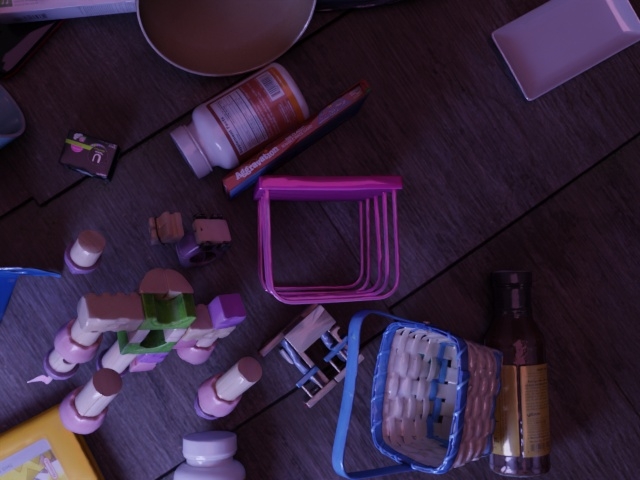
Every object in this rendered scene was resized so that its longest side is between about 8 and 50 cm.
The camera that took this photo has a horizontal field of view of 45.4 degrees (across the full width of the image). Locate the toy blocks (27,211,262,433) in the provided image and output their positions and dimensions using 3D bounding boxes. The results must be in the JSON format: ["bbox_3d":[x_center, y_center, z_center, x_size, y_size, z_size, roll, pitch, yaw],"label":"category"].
[{"bbox_3d":[-0.288,0.148,1.214,0.289,0.260,0.308,2,59,-35],"label":"toy blocks"}]

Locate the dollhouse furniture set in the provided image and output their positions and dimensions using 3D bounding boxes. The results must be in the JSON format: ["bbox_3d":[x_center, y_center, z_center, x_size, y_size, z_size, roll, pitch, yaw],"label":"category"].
[{"bbox_3d":[-0.013,0.190,1.238,0.129,0.184,0.129,-42,91,-6],"label":"dollhouse furniture set"}]

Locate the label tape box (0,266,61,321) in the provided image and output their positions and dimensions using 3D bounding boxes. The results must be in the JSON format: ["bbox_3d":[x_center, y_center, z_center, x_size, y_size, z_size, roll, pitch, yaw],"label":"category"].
[{"bbox_3d":[-0.588,0.110,1.140,0.348,0.249,0.115,-5,87,-7],"label":"label tape box"}]

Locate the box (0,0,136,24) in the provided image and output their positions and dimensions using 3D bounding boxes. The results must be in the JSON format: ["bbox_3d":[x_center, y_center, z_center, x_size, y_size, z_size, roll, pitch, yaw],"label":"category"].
[{"bbox_3d":[-0.427,-0.525,1.243,0.233,0.058,0.321,-7,90,-6],"label":"box"}]

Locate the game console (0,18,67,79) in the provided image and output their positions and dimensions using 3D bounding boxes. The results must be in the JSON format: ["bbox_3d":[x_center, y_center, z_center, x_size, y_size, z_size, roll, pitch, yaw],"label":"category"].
[{"bbox_3d":[-0.561,-0.513,1.280,0.387,0.060,0.342,41,82,-2],"label":"game console"}]

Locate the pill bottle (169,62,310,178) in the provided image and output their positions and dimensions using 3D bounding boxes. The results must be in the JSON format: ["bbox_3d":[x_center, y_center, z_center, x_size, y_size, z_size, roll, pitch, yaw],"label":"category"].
[{"bbox_3d":[-0.136,-0.196,1.281,0.216,0.121,0.121,-32,91,-7],"label":"pill bottle"}]

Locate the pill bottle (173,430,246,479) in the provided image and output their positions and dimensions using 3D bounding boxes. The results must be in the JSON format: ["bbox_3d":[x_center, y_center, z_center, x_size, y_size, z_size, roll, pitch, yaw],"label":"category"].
[{"bbox_3d":[-0.179,0.421,1.238,0.118,0.117,0.208,-1,87,-7],"label":"pill bottle"}]

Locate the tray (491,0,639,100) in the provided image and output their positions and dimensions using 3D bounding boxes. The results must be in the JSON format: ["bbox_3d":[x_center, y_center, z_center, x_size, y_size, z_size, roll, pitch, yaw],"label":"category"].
[{"bbox_3d":[0.456,-0.377,1.411,0.270,0.030,0.145,-29,89,-8],"label":"tray"}]

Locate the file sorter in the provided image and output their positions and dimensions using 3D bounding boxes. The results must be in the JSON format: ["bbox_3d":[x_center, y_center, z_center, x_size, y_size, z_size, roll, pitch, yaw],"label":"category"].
[{"bbox_3d":[0.000,0.000,1.203,0.202,0.291,0.182,-1,90,-7],"label":"file sorter"}]

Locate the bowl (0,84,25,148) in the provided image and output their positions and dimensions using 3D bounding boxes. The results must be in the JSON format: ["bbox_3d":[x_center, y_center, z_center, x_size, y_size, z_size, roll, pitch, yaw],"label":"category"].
[{"bbox_3d":[-0.631,-0.201,1.155,0.311,0.311,0.163,42,102,-3],"label":"bowl"}]

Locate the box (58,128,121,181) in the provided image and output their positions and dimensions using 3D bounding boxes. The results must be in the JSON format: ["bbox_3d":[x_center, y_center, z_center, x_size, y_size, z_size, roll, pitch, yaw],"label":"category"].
[{"bbox_3d":[-0.386,-0.142,1.281,0.083,0.052,0.062,17,84,-7],"label":"box"}]

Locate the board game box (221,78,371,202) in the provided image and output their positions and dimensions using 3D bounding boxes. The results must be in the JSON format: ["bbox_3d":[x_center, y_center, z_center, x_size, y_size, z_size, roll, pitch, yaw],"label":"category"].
[{"bbox_3d":[-0.044,-0.163,1.278,0.281,0.145,0.027,-36,89,-8],"label":"board game box"}]

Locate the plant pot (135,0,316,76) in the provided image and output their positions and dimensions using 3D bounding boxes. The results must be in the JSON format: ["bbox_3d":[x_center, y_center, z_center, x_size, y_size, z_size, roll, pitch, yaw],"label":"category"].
[{"bbox_3d":[-0.168,-0.438,1.243,0.284,0.284,0.190,-15,53,-8],"label":"plant pot"}]

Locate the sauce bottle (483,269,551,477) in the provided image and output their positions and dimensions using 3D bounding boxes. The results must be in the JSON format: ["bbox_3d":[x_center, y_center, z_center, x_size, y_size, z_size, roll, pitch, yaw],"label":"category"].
[{"bbox_3d":[0.338,0.224,1.318,0.112,0.111,0.344,1,87,-7],"label":"sauce bottle"}]

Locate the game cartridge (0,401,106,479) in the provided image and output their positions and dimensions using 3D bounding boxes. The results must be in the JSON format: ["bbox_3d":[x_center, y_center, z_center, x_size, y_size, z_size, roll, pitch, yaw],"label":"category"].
[{"bbox_3d":[-0.498,0.461,1.230,0.324,0.053,0.285,-28,90,-9],"label":"game cartridge"}]

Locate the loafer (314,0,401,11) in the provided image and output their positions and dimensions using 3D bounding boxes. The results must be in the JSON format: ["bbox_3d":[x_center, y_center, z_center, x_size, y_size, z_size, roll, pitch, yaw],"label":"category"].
[{"bbox_3d":[0.100,-0.466,1.351,0.303,0.095,0.109,-12,78,-12],"label":"loafer"}]

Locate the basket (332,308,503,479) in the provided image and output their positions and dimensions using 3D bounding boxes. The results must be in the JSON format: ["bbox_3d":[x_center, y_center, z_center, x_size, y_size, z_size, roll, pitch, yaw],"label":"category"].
[{"bbox_3d":[0.148,0.252,1.226,0.289,0.201,0.254,14,83,-41],"label":"basket"}]
